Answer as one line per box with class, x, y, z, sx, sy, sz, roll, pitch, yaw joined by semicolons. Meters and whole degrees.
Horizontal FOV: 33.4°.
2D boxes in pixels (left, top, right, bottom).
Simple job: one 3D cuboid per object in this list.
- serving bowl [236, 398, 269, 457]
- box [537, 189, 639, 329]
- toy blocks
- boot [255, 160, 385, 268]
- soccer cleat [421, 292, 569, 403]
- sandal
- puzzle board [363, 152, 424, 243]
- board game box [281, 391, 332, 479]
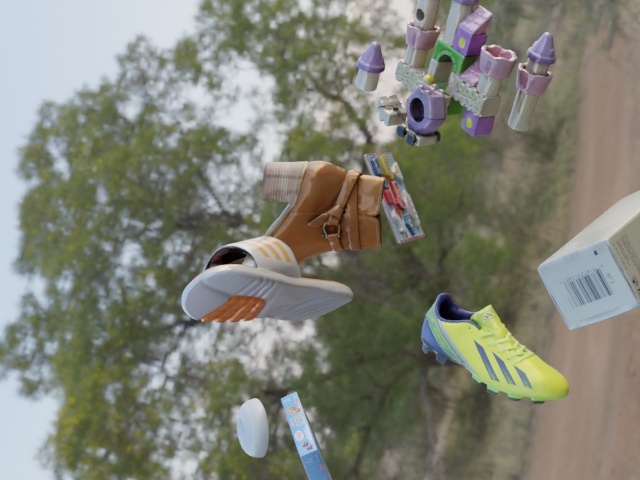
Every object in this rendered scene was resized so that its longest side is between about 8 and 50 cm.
serving bowl;-0.100;0.266;1.507;0.083;0.027;0.083;178;90;-66
box;0.398;0.009;1.373;0.113;0.094;0.275;-27;2;44
toy blocks;0.241;-0.358;1.940;0.309;0.288;0.260;-11;-51;-33
boot;0.000;0.000;1.320;0.073;0.152;0.197;-74;-10;-66
soccer cleat;0.284;0.174;1.753;0.093;0.289;0.121;0;-71;-46
sandal;-0.063;0.041;1.176;0.265;0.102;0.076;12;-127;-57
puzzle board;0.103;-0.060;1.455;0.096;0.011;0.128;-14;-98;-63
board game box;-0.015;0.400;1.976;0.211;0.039;0.160;-121;10;-67
